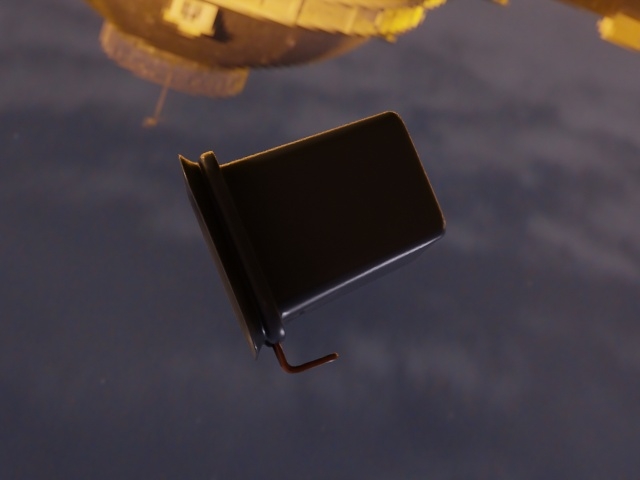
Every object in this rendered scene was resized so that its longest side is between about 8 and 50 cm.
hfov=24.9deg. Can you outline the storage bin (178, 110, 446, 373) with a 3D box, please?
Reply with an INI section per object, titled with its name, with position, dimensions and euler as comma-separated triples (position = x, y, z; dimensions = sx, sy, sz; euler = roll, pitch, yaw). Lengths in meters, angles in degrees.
[storage bin]
position = 0.000, 0.000, 0.616
dimensions = 0.091, 0.098, 0.135
euler = -22, 175, -4
